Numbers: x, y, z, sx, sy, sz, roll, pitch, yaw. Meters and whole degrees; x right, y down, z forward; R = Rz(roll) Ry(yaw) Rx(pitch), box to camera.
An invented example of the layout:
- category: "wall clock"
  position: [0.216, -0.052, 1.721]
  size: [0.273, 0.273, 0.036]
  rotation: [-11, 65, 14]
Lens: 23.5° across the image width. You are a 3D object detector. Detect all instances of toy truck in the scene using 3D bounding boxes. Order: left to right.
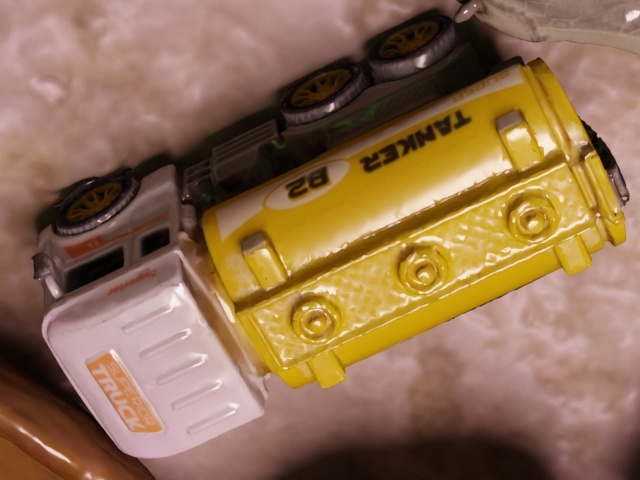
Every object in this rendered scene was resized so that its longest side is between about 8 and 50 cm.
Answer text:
- category: "toy truck"
  position: [0.000, 0.000, 0.596]
  size: [0.226, 0.114, 0.098]
  rotation: [-25, 117, 8]

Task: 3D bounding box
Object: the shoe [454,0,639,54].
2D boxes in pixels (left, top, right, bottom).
- category: "shoe"
  position: [0.070, -0.127, 0.548]
  size: [0.274, 0.103, 0.098]
  rotation: [19, 125, -13]

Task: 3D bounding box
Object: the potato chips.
- category: "potato chips"
  position: [-0.131, 0.107, 0.653]
  size: [0.208, 0.062, 0.195]
  rotation: [27, 137, 1]
